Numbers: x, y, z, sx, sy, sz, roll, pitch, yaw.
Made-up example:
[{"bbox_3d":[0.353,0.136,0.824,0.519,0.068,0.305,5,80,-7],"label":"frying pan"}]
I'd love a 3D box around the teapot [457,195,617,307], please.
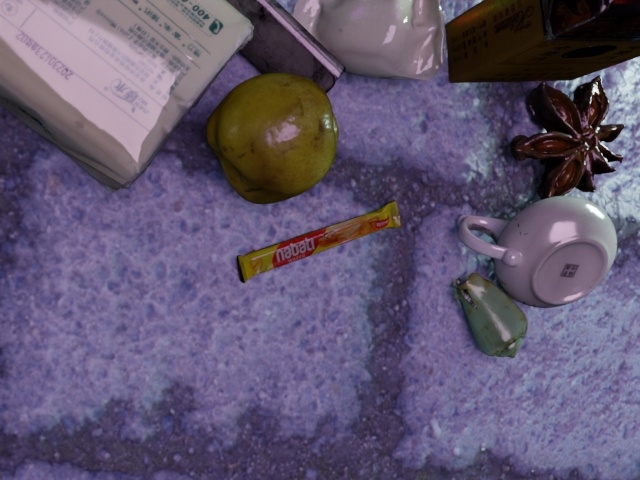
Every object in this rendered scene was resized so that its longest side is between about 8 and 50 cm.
[{"bbox_3d":[0.380,0.010,1.311,0.299,0.208,0.166,13,41,-10],"label":"teapot"}]

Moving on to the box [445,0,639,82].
[{"bbox_3d":[0.401,-0.340,1.177,0.264,0.415,0.116,-4,90,-19],"label":"box"}]

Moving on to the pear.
[{"bbox_3d":[-0.064,-0.153,1.133,0.200,0.200,0.200,0,89,-19],"label":"pear"}]

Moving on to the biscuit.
[{"bbox_3d":[0.000,0.000,1.239,0.292,0.026,0.048,-20,115,-18],"label":"biscuit"}]

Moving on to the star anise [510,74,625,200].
[{"bbox_3d":[0.430,-0.177,1.361,0.220,0.099,0.214,-23,83,-13],"label":"star anise"}]

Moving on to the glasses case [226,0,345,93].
[{"bbox_3d":[-0.102,-0.330,1.168,0.299,0.114,0.060,41,51,-14],"label":"glasses case"}]

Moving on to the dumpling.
[{"bbox_3d":[0.080,-0.352,1.215,0.252,0.131,0.179,11,95,3],"label":"dumpling"}]

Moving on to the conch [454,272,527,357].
[{"bbox_3d":[0.298,0.124,1.320,0.105,0.079,0.170,-34,97,-31],"label":"conch"}]

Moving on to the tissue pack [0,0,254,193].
[{"bbox_3d":[-0.329,-0.286,1.030,0.380,0.207,0.297,40,75,-15],"label":"tissue pack"}]
